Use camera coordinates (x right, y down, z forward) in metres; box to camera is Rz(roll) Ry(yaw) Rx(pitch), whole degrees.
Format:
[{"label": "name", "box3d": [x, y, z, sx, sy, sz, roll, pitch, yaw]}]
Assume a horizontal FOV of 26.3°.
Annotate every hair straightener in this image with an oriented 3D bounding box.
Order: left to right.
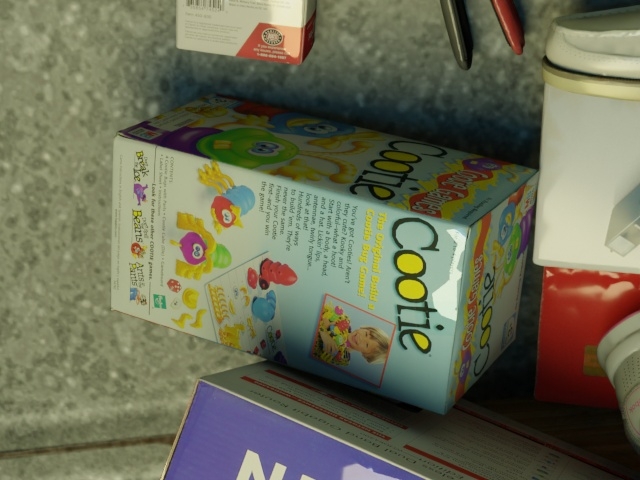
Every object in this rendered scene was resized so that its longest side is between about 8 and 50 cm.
[{"label": "hair straightener", "box3d": [0.067, -0.226, 0.974, 0.089, 0.047, 0.230, -17, 111, 20]}]

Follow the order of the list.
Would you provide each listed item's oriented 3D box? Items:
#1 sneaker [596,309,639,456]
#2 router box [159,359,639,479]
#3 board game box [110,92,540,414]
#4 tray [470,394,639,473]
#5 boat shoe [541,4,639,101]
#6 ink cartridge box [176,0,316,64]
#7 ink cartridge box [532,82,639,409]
[{"label": "sneaker", "box3d": [0.301, 0.162, 0.989, 0.252, 0.111, 0.103, 34, 125, -10]}, {"label": "router box", "box3d": [0.097, 0.180, 0.961, 0.335, 0.301, 0.082, 22, 96, 16]}, {"label": "board game box", "box3d": [0.000, 0.000, 1.005, 0.275, 0.142, 0.144, 16, 115, 24]}, {"label": "tray", "box3d": [0.321, 0.216, 1.126, 0.411, 0.076, 0.202, -9, 114, 16]}, {"label": "boat shoe", "box3d": [0.300, -0.158, 0.926, 0.302, 0.113, 0.103, -4, 114, 3]}, {"label": "ink cartridge box", "box3d": [-0.051, -0.206, 1.005, 0.099, 0.056, 0.135, 9, 118, 8]}, {"label": "ink cartridge box", "box3d": [0.304, 0.017, 0.994, 0.296, 0.066, 0.261, 4, 102, 14]}]
